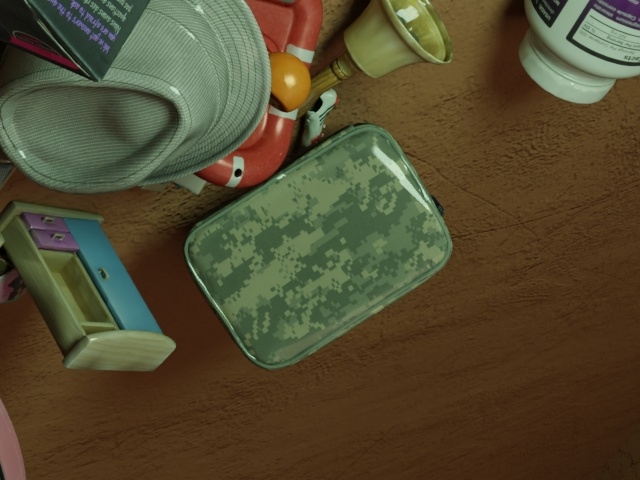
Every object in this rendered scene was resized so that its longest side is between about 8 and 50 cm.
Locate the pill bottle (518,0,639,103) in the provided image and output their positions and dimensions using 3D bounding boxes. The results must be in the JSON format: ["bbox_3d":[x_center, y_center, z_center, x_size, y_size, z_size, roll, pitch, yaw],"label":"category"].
[{"bbox_3d":[0.355,-0.316,1.785,0.181,0.181,0.323,-13,147,-36],"label":"pill bottle"}]

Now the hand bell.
[{"bbox_3d":[0.016,-0.186,1.731,0.242,0.126,0.126,-34,156,25],"label":"hand bell"}]

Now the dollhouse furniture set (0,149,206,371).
[{"bbox_3d":[-0.206,-0.040,1.591,0.303,0.198,0.286,-47,151,23],"label":"dollhouse furniture set"}]

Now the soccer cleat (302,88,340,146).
[{"bbox_3d":[-0.007,-0.147,1.828,0.035,0.029,0.083,3,133,-37],"label":"soccer cleat"}]

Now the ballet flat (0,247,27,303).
[{"bbox_3d":[-0.414,0.052,1.662,0.221,0.077,0.079,-21,132,-34],"label":"ballet flat"}]

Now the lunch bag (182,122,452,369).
[{"bbox_3d":[0.000,0.000,1.882,0.305,0.212,0.256,-33,-175,0],"label":"lunch bag"}]

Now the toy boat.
[{"bbox_3d":[-0.064,-0.161,1.514,0.151,0.151,0.231,9,101,-34],"label":"toy boat"}]

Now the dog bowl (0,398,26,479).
[{"bbox_3d":[-0.463,0.216,1.535,0.150,0.408,0.408,-35,162,-47],"label":"dog bowl"}]

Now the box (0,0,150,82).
[{"bbox_3d":[-0.184,-0.282,1.144,0.270,0.165,0.143,-60,156,-12],"label":"box"}]

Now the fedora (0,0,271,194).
[{"bbox_3d":[-0.191,-0.130,1.402,0.275,0.124,0.244,-5,124,13],"label":"fedora"}]
